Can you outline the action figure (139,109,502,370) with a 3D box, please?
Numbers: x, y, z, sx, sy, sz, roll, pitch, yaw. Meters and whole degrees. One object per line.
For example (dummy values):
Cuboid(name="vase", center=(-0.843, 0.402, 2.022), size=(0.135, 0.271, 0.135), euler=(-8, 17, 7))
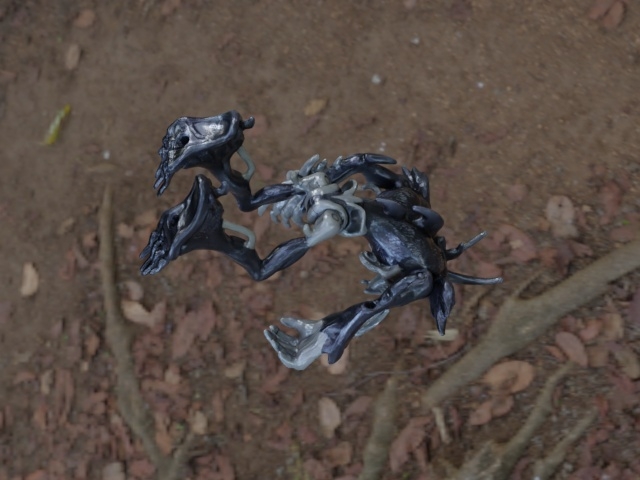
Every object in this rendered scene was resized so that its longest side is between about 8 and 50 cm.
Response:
Cuboid(name="action figure", center=(0.000, 0.000, 0.807), size=(0.141, 0.276, 0.164), euler=(-38, 45, 41))
